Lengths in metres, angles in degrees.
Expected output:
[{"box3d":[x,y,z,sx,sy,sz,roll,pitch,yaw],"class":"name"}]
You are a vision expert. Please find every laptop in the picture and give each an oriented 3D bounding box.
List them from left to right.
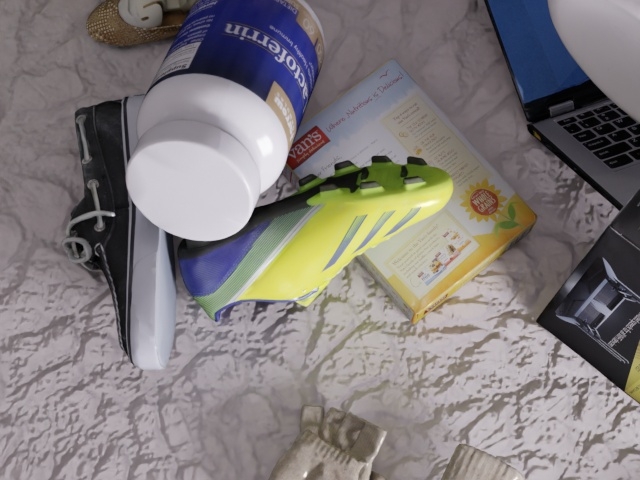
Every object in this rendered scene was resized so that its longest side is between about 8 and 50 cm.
[{"box3d":[0.401,-0.247,1.386,0.382,0.236,0.408,-19,33,-9],"class":"laptop"}]

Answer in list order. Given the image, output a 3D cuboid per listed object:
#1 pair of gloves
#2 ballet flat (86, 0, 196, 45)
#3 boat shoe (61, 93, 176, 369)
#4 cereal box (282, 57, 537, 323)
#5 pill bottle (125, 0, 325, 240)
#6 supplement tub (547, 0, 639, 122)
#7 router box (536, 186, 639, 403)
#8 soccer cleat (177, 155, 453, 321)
[{"box3d":[0.061,0.280,1.287,0.240,0.042,0.204,17,74,6],"class":"pair of gloves"},{"box3d":[-0.157,-0.263,1.453,0.206,0.067,0.073,-13,73,-7],"class":"ballet flat"},{"box3d":[-0.208,-0.010,1.338,0.105,0.113,0.306,-8,68,1],"class":"boat shoe"},{"box3d":[0.087,-0.055,1.404,0.173,0.047,0.240,-37,76,-13],"class":"cereal box"},{"box3d":[-0.094,-0.133,1.320,0.153,0.153,0.264,15,46,2],"class":"pill bottle"},{"box3d":[0.396,-0.270,1.222,0.235,0.235,0.325,43,82,11],"class":"supplement tub"},{"box3d":[0.347,0.083,1.231,0.243,0.309,0.081,39,74,9],"class":"router box"},{"box3d":[0.000,0.000,1.337,0.289,0.093,0.121,-18,110,6],"class":"soccer cleat"}]
